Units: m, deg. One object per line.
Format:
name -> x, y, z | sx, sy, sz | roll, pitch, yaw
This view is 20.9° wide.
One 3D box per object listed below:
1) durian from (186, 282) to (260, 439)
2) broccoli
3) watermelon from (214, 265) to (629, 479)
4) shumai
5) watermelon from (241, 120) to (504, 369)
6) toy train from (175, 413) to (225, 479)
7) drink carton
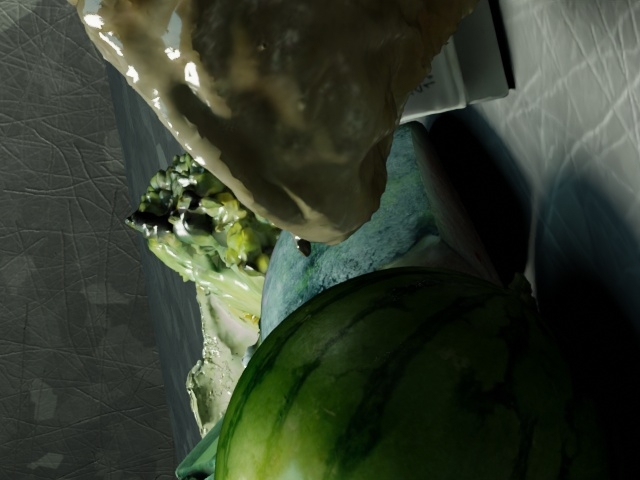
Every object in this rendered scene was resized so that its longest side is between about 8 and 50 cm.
durian -> -0.054, 0.134, 1.687 | 0.172, 0.166, 0.306 | -123, 22, -64
broccoli -> -0.003, -0.017, 1.412 | 0.180, 0.273, 0.242 | -61, -6, -10
watermelon -> 0.057, 0.136, 0.985 | 0.242, 0.242, 0.242 | 165, 90, -78
shumai -> -0.005, -0.192, 0.835 | 0.314, 0.262, 0.267 | 49, -168, 5
watermelon -> 0.020, 0.048, 1.203 | 0.322, 0.175, 0.188 | 89, 161, -47
toy train -> -0.040, 0.231, 1.488 | 0.167, 0.238, 0.299 | 46, 156, -8
drink carton -> 0.018, -0.138, 1.150 | 0.315, 0.106, 0.131 | -168, 63, -77
